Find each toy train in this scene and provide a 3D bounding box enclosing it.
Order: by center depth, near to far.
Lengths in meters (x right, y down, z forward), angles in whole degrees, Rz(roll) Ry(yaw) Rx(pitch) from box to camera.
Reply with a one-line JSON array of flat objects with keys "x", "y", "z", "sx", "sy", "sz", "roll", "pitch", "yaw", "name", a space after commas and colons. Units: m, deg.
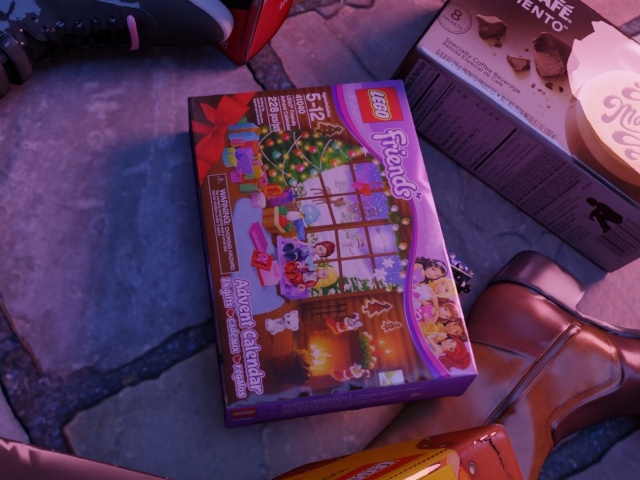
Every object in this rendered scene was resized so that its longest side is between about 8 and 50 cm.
[{"x": 0.076, "y": 0.002, "z": 0.862, "sx": 0.158, "sy": 0.027, "sz": 0.036, "roll": 31, "pitch": 54, "yaw": -2, "name": "toy train"}]

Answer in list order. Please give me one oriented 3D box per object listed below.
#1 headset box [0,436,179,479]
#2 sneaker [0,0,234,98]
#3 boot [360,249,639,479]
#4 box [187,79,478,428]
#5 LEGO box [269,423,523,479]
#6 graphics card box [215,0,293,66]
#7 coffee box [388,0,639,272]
[{"x": -0.177, "y": 0.253, "z": 0.588, "sx": 0.293, "sy": 0.110, "sz": 0.218, "roll": 29, "pitch": 58, "yaw": -41, "name": "headset box"}, {"x": -0.231, "y": -0.178, "z": 0.804, "sx": 0.295, "sy": 0.104, "sz": 0.147, "roll": 12, "pitch": 68, "yaw": -5, "name": "sneaker"}, {"x": 0.204, "y": 0.173, "z": 0.780, "sx": 0.264, "sy": 0.096, "sz": 0.280, "roll": 40, "pitch": 59, "yaw": 3, "name": "boot"}, {"x": 0.000, "y": 0.000, "z": 0.785, "sx": 0.201, "sy": 0.057, "sz": 0.293, "roll": -6, "pitch": 63, "yaw": -10, "name": "box"}, {"x": -0.050, "y": 0.344, "z": 0.441, "sx": 0.500, "sy": 0.193, "sz": 0.372, "roll": -10, "pitch": 80, "yaw": -49, "name": "LEGO box"}, {"x": -0.166, "y": -0.351, "z": 0.813, "sx": 0.371, "sy": 0.233, "sz": 0.094, "roll": 40, "pitch": 68, "yaw": 2, "name": "graphics card box"}, {"x": 0.229, "y": -0.130, "z": 0.905, "sx": 0.297, "sy": 0.119, "sz": 0.168, "roll": 36, "pitch": 65, "yaw": -1, "name": "coffee box"}]
